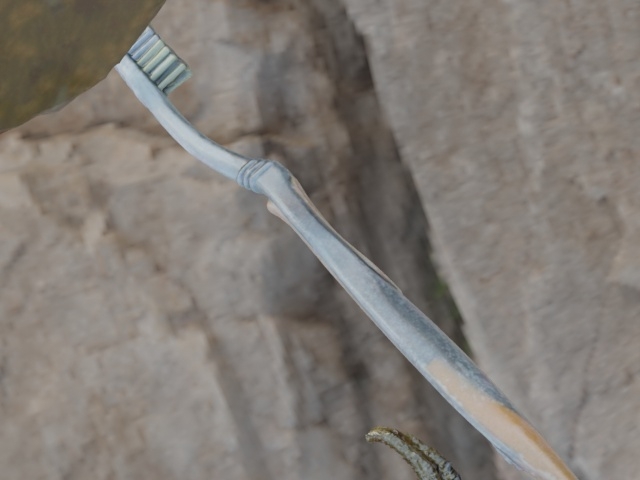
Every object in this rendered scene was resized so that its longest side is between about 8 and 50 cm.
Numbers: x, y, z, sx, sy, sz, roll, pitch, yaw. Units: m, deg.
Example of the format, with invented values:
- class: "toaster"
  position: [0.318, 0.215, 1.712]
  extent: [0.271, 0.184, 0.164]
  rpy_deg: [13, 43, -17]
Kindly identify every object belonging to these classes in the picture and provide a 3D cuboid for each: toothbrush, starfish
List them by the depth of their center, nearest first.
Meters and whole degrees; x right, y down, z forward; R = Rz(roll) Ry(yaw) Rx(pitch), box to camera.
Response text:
- class: "starfish"
  position: [0.018, 0.088, 0.557]
  extent: [0.078, 0.091, 0.028]
  rpy_deg: [-51, 43, 31]
- class: "toothbrush"
  position: [0.000, 0.000, 0.879]
  extent: [0.037, 0.028, 0.375]
  rpy_deg: [-44, 58, 1]

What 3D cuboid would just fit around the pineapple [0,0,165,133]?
- class: "pineapple"
  position: [-0.132, -0.126, 0.490]
  extent: [0.237, 0.119, 0.111]
  rpy_deg: [43, 115, 31]
